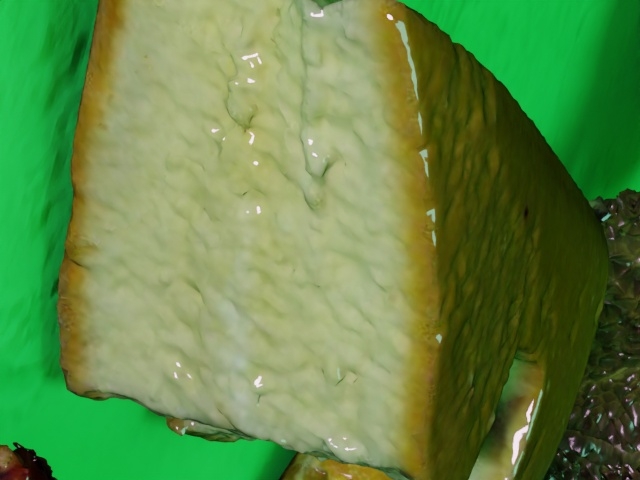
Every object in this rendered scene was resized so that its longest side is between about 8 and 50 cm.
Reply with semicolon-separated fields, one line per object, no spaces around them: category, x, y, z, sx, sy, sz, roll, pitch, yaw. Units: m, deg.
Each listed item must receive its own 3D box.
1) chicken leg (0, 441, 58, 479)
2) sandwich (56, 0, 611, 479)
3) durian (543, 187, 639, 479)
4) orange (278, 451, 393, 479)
chicken leg;-0.117;0.093;0.395;0.205;0.053;0.093;-43;125;-63
sandwich;0.000;0.000;0.508;0.128;0.122;0.236;-71;158;-7
durian;0.164;0.061;0.941;0.196;0.167;0.196;-12;132;-13
orange;0.038;0.131;0.753;0.160;0.112;0.170;80;24;-53
